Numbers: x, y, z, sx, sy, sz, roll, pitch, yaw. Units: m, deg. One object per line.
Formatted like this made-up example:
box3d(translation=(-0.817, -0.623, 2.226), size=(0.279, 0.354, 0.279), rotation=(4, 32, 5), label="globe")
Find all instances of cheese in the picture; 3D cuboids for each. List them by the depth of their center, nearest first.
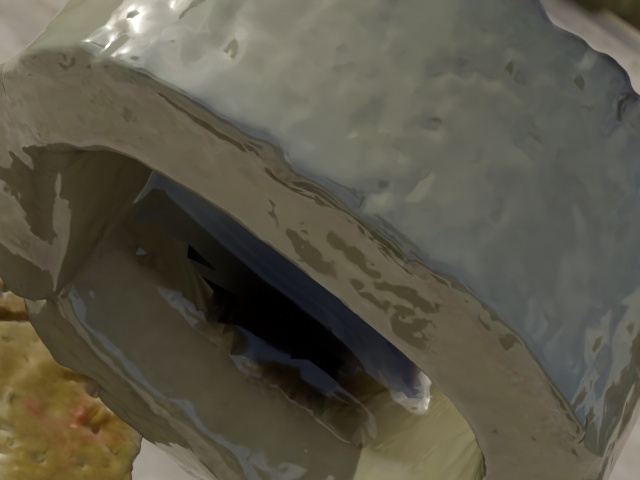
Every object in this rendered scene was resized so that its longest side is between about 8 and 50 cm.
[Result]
box3d(translation=(-0.003, 0.003, 0.885), size=(0.332, 0.292, 0.153), rotation=(44, 57, -10), label="cheese")

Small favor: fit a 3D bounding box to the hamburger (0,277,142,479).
box3d(translation=(-0.210, 0.119, 1.037), size=(0.209, 0.162, 0.330), rotation=(26, 51, -12), label="hamburger")
